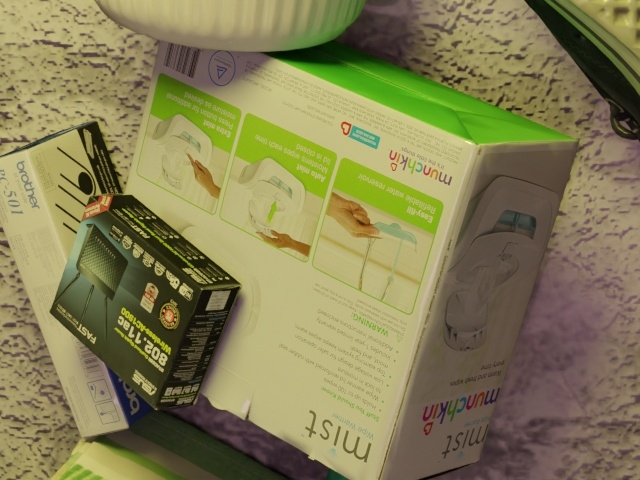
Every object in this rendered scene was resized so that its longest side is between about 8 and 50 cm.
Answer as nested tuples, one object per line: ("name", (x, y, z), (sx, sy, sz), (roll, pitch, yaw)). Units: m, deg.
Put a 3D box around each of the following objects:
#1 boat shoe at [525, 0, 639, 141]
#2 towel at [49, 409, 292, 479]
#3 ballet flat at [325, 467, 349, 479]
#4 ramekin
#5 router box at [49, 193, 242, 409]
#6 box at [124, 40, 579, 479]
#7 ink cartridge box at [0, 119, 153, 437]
("boat shoe", (0.256, -0.124, 1.047), (0.187, 0.156, 0.500), (-42, 103, 14))
("towel", (-0.090, 0.232, 1.116), (0.248, 0.325, 0.038), (28, 114, 5))
("ballet flat", (0.084, 0.099, 1.174), (0.087, 0.083, 0.247), (16, 109, -20))
("ramekin", (-0.058, -0.197, 1.074), (0.207, 0.207, 0.109), (11, 114, 10))
("router box", (-0.115, 0.038, 1.085), (0.122, 0.038, 0.092), (37, 116, 34))
("box", (0.000, 0.000, 1.091), (0.262, 0.127, 0.231), (25, 110, 34))
("ink cartridge box", (-0.165, 0.026, 1.201), (0.046, 0.097, 0.207), (-14, 100, 27))
